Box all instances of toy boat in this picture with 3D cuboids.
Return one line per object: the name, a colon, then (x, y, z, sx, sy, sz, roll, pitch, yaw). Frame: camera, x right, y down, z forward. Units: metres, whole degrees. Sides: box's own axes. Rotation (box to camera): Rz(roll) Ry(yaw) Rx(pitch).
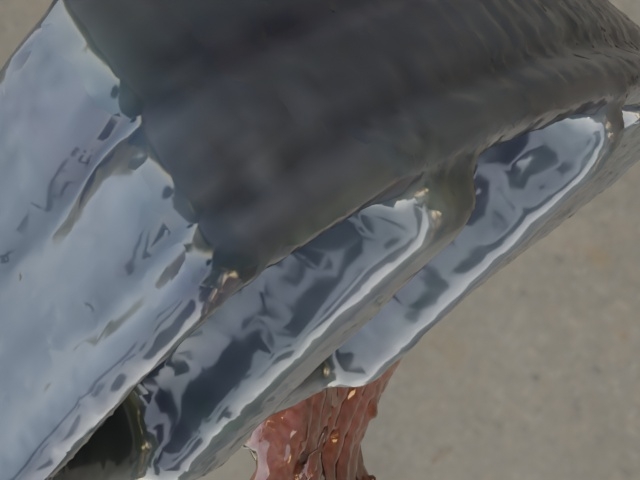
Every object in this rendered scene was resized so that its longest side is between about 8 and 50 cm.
toy boat: (0.012, -0.016, 0.472, 0.078, 0.283, 0.127, 47, 119, 11)

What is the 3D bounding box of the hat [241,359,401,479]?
hat: (0.000, 0.000, 0.762, 0.107, 0.286, 0.237, 12, 176, 0)
